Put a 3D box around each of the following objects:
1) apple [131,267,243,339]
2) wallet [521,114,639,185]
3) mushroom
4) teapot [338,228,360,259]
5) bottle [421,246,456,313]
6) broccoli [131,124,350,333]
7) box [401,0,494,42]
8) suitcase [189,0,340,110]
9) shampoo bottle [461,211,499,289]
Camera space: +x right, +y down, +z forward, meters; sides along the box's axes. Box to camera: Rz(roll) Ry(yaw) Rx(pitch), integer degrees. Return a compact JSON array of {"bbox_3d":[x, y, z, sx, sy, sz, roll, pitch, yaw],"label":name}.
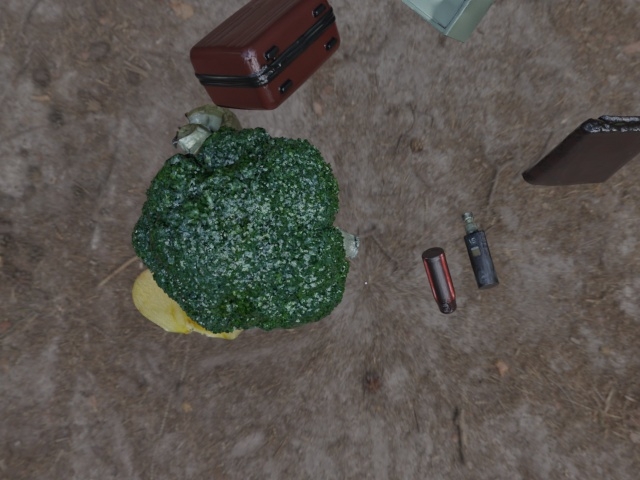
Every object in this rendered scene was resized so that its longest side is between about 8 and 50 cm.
[{"bbox_3d":[-0.337,0.140,1.864,0.308,0.314,0.252,10,83,25],"label":"apple"},{"bbox_3d":[0.497,-0.162,1.232,0.181,0.229,0.049,-3,72,-11],"label":"wallet"},{"bbox_3d":[-0.288,-0.248,1.860,0.163,0.267,0.190,-12,125,11],"label":"mushroom"},{"bbox_3d":[0.000,0.000,1.850,0.200,0.107,0.077,15,74,-20],"label":"teapot"},{"bbox_3d":[0.291,0.101,1.641,0.060,0.060,0.164,-19,112,2],"label":"bottle"},{"bbox_3d":[-0.096,-0.009,0.945,0.307,0.275,0.308,1,99,9],"label":"broccoli"},{"bbox_3d":[0.299,-0.618,1.554,0.225,0.117,0.225,47,118,22],"label":"box"},{"bbox_3d":[-0.119,-0.424,1.503,0.236,0.161,0.297,14,52,40],"label":"suitcase"},{"bbox_3d":[0.413,0.024,1.778,0.057,0.063,0.208,-16,72,12],"label":"shampoo bottle"}]
